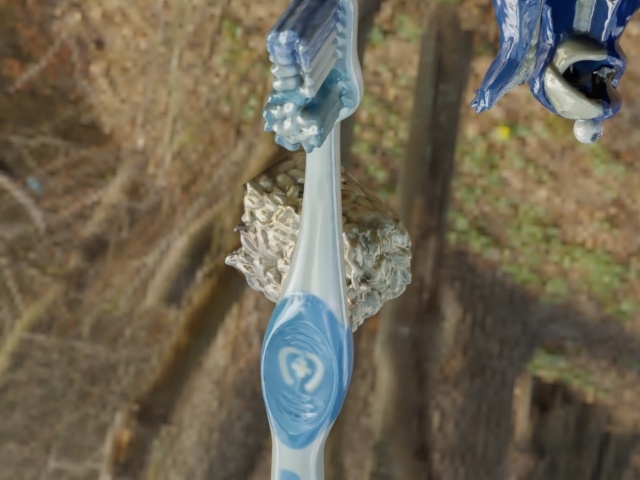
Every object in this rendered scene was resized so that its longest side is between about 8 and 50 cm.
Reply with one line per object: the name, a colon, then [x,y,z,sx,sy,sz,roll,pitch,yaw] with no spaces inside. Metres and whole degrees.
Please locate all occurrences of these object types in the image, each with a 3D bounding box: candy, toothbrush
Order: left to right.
toothbrush: [-0.004,0.051,0.664,0.040,0.040,0.386,7,139,5]
candy: [0.000,0.000,1.056,0.110,0.085,0.095,32,140,28]

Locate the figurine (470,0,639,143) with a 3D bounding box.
figurine: [0.152,-0.183,0.936,0.164,0.262,0.120,-1,-154,-36]
